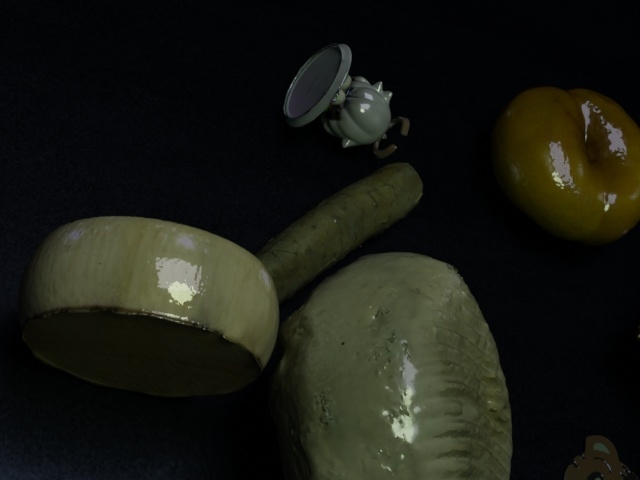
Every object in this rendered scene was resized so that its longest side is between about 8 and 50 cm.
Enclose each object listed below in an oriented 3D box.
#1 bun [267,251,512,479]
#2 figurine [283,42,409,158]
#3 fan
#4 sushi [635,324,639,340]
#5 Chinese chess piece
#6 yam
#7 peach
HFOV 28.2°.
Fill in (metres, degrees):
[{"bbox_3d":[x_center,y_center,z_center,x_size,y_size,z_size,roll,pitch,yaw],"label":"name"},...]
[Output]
[{"bbox_3d":[0.068,0.197,1.321,0.326,0.234,0.362,-27,106,-71],"label":"bun"},{"bbox_3d":[0.046,-0.169,1.683,0.154,0.132,0.132,33,45,-27],"label":"figurine"},{"bbox_3d":[0.340,0.342,1.560,0.152,0.008,0.227,49,45,7],"label":"fan"},{"bbox_3d":[0.599,0.165,1.730,0.348,0.207,0.234,44,18,-13],"label":"sushi"},{"bbox_3d":[-0.169,0.071,1.261,0.257,0.257,0.104,17,64,-21],"label":"Chinese chess piece"},{"bbox_3d":[0.000,0.000,1.544,0.083,0.083,0.371,49,45,7],"label":"yam"},{"bbox_3d":[0.359,-0.107,1.806,0.251,0.153,0.251,15,47,-16],"label":"peach"}]
